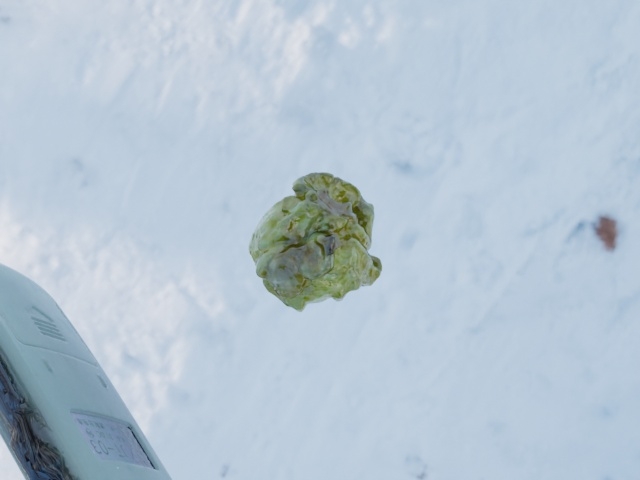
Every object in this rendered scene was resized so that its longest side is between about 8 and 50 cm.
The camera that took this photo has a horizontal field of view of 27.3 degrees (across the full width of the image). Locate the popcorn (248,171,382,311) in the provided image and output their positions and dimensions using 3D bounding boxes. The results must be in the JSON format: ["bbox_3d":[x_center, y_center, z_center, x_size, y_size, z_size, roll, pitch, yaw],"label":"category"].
[{"bbox_3d":[-0.002,-0.002,0.690,0.068,0.083,0.059,18,142,32],"label":"popcorn"}]

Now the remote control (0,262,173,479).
[{"bbox_3d":[-0.178,0.131,0.928,0.296,0.056,0.140,52,-173,25],"label":"remote control"}]
